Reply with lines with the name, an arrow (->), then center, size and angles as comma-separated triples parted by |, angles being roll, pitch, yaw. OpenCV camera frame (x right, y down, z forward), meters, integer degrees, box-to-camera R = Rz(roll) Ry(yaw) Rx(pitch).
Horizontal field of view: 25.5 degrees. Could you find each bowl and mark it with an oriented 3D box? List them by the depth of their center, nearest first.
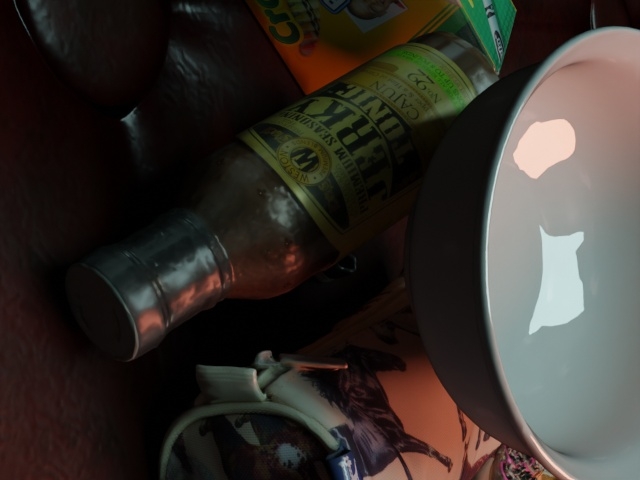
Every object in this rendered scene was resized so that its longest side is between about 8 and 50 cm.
bowl -> 0.149, 0.013, 0.930 | 0.298, 0.134, 0.298 | 0, 89, -46

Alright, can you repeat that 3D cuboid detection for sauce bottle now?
sauce bottle -> -0.014, -0.031, 0.943 | 0.344, 0.111, 0.111 | -35, 114, -35

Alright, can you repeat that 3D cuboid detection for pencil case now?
pencil case -> 0.053, 0.112, 1.036 | 0.410, 0.160, 0.183 | -31, 128, -56

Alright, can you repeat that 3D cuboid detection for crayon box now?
crayon box -> 0.013, -0.232, 1.046 | 0.278, 0.165, 0.081 | 55, 41, -36

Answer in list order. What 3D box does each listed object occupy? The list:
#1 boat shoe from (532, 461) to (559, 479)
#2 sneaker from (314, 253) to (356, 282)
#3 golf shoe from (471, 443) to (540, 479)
boat shoe -> 0.219, 0.106, 1.350 | 0.104, 0.110, 0.307 | 33, 49, -33
sneaker -> 0.000, 0.000, 1.094 | 0.083, 0.035, 0.031 | 50, 43, -41
golf shoe -> 0.137, 0.202, 1.172 | 0.067, 0.086, 0.186 | 62, 9, -2
